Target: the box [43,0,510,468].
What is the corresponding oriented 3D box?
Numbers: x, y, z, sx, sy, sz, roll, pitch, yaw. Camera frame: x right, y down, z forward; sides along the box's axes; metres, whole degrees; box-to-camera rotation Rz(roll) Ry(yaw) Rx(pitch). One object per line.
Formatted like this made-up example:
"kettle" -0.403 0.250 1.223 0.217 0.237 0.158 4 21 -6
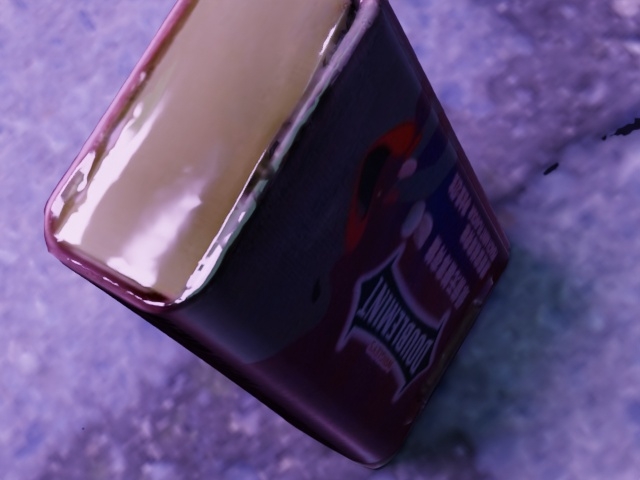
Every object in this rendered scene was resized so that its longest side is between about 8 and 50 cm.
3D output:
"box" 0.000 0.000 0.491 0.069 0.224 0.120 28 82 24
